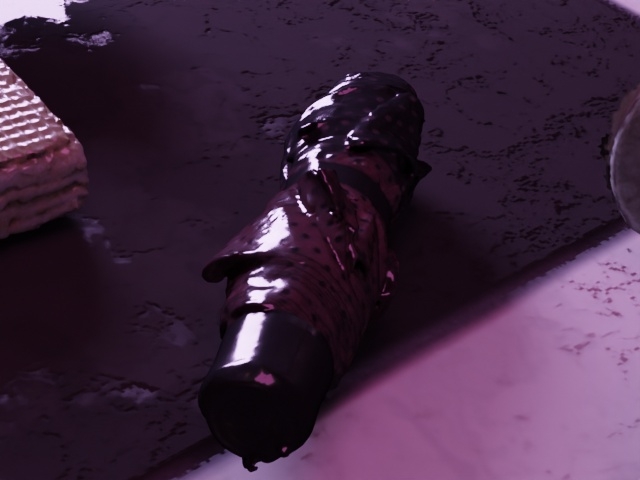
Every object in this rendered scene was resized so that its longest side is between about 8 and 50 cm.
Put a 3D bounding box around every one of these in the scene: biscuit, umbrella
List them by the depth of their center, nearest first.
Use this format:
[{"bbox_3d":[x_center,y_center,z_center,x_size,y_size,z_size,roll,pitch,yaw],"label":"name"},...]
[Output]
[{"bbox_3d":[0.000,0.000,0.676,0.090,0.094,0.326,52,31,-19],"label":"umbrella"},{"bbox_3d":[-0.242,-0.083,0.743,0.108,0.061,0.239,-20,46,-34],"label":"biscuit"}]

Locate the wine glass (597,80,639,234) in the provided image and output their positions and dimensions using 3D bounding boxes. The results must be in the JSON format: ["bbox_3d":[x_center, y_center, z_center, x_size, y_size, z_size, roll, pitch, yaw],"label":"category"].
[{"bbox_3d":[0.257,0.040,0.613,0.191,0.190,0.357,8,32,-4],"label":"wine glass"}]
